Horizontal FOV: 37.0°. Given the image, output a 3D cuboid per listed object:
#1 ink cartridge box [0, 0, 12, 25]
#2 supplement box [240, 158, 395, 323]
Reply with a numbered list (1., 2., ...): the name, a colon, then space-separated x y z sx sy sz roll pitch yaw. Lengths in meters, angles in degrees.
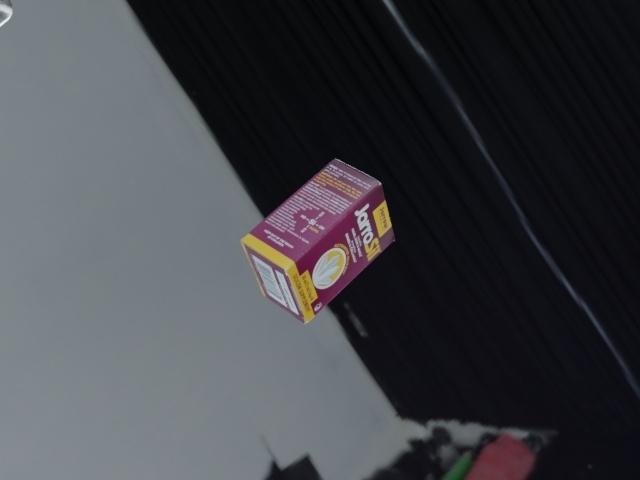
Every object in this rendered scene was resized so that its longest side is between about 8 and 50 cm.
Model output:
1. ink cartridge box: -0.241 -0.152 0.291 0.115 0.198 0.273 -42 -133 -15
2. supplement box: 0.000 0.000 0.584 0.043 0.055 0.083 31 -116 37
